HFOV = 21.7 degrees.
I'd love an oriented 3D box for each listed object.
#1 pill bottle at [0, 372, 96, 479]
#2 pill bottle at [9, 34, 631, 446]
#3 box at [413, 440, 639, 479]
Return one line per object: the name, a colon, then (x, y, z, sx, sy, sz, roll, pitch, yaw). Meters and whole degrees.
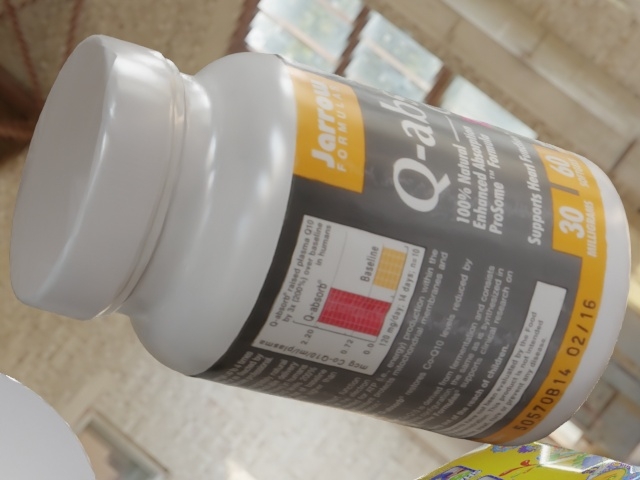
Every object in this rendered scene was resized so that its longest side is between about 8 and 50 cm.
pill bottle: (-0.231, 0.203, 0.799, 0.323, 0.181, 0.181, -53, -9, 35)
pill bottle: (0.000, 0.000, 0.826, 0.162, 0.278, 0.162, -44, 38, 49)
box: (0.183, 0.329, 1.314, 0.177, 0.290, 0.279, -24, 5, -15)
